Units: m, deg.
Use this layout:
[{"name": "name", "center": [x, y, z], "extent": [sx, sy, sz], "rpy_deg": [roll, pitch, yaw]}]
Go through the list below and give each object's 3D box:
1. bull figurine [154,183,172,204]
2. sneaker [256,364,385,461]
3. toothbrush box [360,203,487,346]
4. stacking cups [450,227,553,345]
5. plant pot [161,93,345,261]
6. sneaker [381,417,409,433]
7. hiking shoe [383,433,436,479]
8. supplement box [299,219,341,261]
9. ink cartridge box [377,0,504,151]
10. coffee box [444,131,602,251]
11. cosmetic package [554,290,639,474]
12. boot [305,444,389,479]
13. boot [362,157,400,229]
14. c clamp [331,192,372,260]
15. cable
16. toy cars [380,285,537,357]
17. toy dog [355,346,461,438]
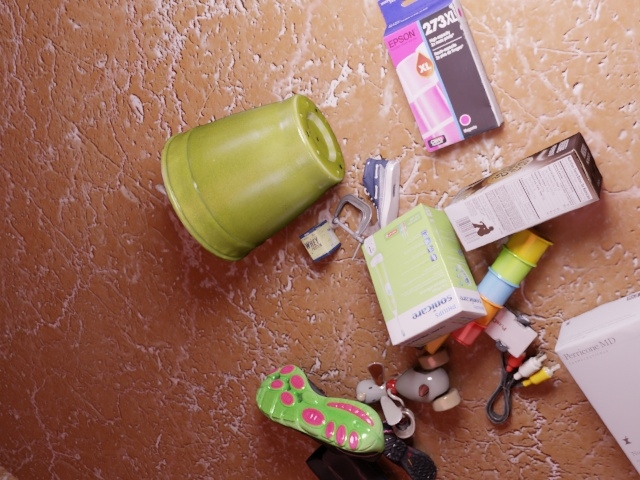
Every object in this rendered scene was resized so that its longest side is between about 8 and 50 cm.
[{"name": "bull figurine", "center": [-0.349, -0.093, 1.668], "extent": [0.101, 0.310, 0.188], "rpy_deg": [-44, 73, -5]}, {"name": "sneaker", "center": [-0.012, 0.529, 1.766], "extent": [0.482, 0.185, 0.202], "rpy_deg": [19, 147, 42]}, {"name": "toothbrush box", "center": [0.242, 0.088, 1.436], "extent": [0.206, 0.122, 0.283], "rpy_deg": [-36, 57, 34]}, {"name": "stacking cups", "center": [0.422, 0.114, 1.397], "extent": [0.096, 0.096, 0.316], "rpy_deg": [32, 106, 13]}, {"name": "plant pot", "center": [-0.142, -0.185, 1.493], "extent": [0.352, 0.366, 0.367], "rpy_deg": [-26, 98, 22]}, {"name": "sneaker", "center": [0.214, 0.547, 1.775], "extent": [0.119, 0.047, 0.057], "rpy_deg": [1, 96, 23]}, {"name": "hiking shoe", "center": [0.254, 0.643, 1.776], "extent": [0.227, 0.086, 0.114], "rpy_deg": [43, 169, -16]}, {"name": "supplement box", "center": [0.000, 0.000, 1.626], "extent": [0.056, 0.083, 0.083], "rpy_deg": [-30, 94, 33]}, {"name": "ink cartridge box", "center": [0.262, -0.401, 1.334], "extent": [0.175, 0.069, 0.371], "rpy_deg": [-18, 99, 32]}, {"name": "coffee box", "center": [0.444, -0.104, 1.298], "extent": [0.297, 0.168, 0.119], "rpy_deg": [-26, 97, 33]}, {"name": "cosmetic package", "center": [0.733, 0.330, 1.337], "extent": [0.217, 0.156, 0.385], "rpy_deg": [-36, 92, 36]}, {"name": "boot", "center": [0.107, 0.860, 1.895], "extent": [0.445, 0.146, 0.367], "rpy_deg": [46, 116, 0]}, {"name": "boot", "center": [0.151, -0.116, 1.516], "extent": [0.086, 0.069, 0.190], "rpy_deg": [15, 110, 31]}, {"name": "c clamp", "center": [0.076, -0.047, 1.543], "extent": [0.137, 0.022, 0.161], "rpy_deg": [-59, 41, 16]}, {"name": "cable", "center": [0.484, 0.366, 1.534], "extent": [0.139, 0.072, 0.287], "rpy_deg": [37, 123, 16]}, {"name": "toy cars", "center": [0.352, 0.202, 1.525], "extent": [0.393, 0.087, 0.177], "rpy_deg": [-2, 90, 25]}, {"name": "toy dog", "center": [0.224, 0.416, 1.627], "extent": [0.334, 0.161, 0.220], "rpy_deg": [-47, 69, 32]}]
